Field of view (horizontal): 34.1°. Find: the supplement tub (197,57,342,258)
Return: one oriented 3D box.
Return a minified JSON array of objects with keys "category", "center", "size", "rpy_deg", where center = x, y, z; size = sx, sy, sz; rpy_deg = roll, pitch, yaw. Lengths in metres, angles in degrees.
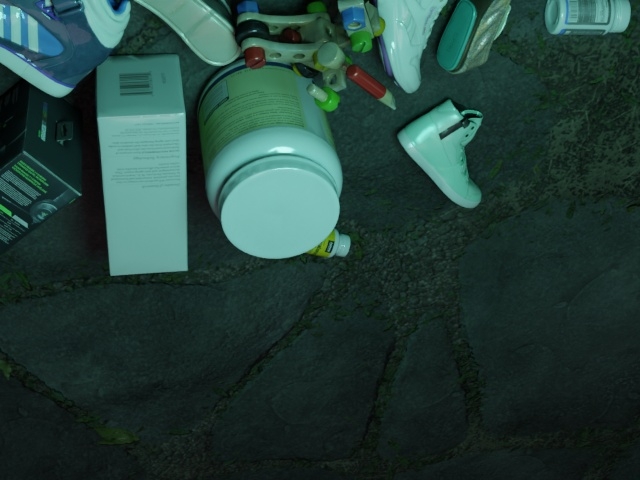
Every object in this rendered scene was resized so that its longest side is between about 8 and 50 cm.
[{"category":"supplement tub","center":[-0.090,-0.149,1.835],"size":[0.235,0.324,0.235],"rpy_deg":[-6,132,-6]}]

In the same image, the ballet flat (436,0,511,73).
[{"category":"ballet flat","center":[0.299,-0.433,1.829],"size":[0.106,0.107,0.316],"rpy_deg":[-9,142,-31]}]

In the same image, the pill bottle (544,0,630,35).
[{"category":"pill bottle","center":[0.483,-0.410,1.888],"size":[0.137,0.078,0.078],"rpy_deg":[-1,132,-11]}]

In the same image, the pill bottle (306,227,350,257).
[{"category":"pill bottle","center":[0.000,0.000,2.167],"size":[0.116,0.065,0.065],"rpy_deg":[11,128,-22]}]

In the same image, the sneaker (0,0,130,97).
[{"category":"sneaker","center":[-0.465,-0.401,1.677],"size":[0.323,0.130,0.236],"rpy_deg":[36,107,-30]}]

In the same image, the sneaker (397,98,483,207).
[{"category":"sneaker","center":[0.282,-0.170,2.054],"size":[0.151,0.094,0.256],"rpy_deg":[-37,130,17]}]

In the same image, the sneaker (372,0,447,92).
[{"category":"sneaker","center":[0.166,-0.389,1.814],"size":[0.152,0.114,0.305],"rpy_deg":[-12,133,0]}]

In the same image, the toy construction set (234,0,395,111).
[{"category":"toy construction set","center":[0.034,-0.319,1.733],"size":[0.257,0.308,0.237],"rpy_deg":[-40,147,17]}]

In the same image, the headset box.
[{"category":"headset box","center":[-0.546,-0.125,1.816],"size":[0.283,0.246,0.131],"rpy_deg":[-35,129,17]}]

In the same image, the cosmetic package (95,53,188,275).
[{"category":"cosmetic package","center":[-0.322,-0.132,1.891],"size":[0.155,0.197,0.365],"rpy_deg":[-4,134,-9]}]

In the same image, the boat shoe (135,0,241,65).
[{"category":"boat shoe","center":[-0.252,-0.426,1.722],"size":[0.112,0.095,0.335],"rpy_deg":[-34,125,14]}]
